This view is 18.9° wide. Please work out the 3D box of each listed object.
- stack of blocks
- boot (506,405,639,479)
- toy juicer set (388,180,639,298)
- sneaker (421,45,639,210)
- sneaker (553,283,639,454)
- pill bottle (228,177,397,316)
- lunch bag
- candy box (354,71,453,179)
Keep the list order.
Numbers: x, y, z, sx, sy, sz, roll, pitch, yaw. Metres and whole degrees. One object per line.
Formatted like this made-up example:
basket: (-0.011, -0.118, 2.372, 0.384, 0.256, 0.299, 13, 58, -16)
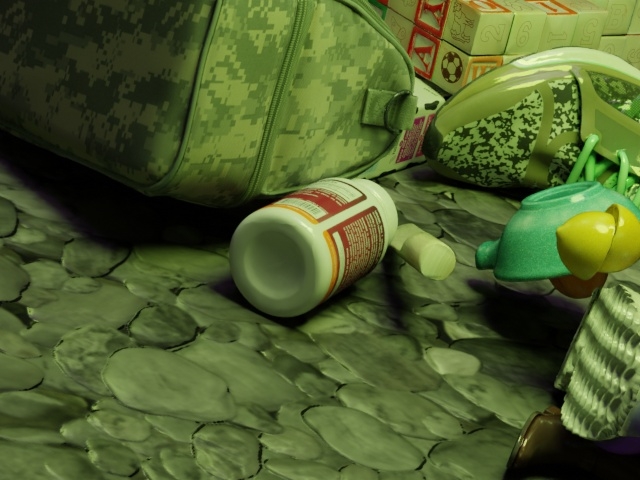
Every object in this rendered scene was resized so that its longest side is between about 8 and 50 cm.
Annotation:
stack of blocks: (0.204, -0.218, 1.913, 0.297, 0.087, 0.171, -6, 30, -38)
boot: (0.194, 0.158, 1.329, 0.114, 0.037, 0.106, 29, 24, 18)
toy juicer set: (0.192, 0.011, 1.492, 0.329, 0.089, 0.209, -12, 10, 15)
sneaker: (0.298, -0.059, 1.771, 0.410, 0.158, 0.182, 6, 42, -13)
sneaker: (0.252, 0.102, 1.346, 0.146, 0.102, 0.293, 25, 7, 2)
pill bottle: (0.000, 0.000, 1.490, 0.086, 0.086, 0.152, 25, 25, 20)
lunch bag: (-0.101, -0.151, 1.591, 0.256, 0.212, 0.305, 9, 9, -46)
candy box: (0.034, -0.132, 1.826, 0.159, 0.071, 0.233, 29, 27, 25)
